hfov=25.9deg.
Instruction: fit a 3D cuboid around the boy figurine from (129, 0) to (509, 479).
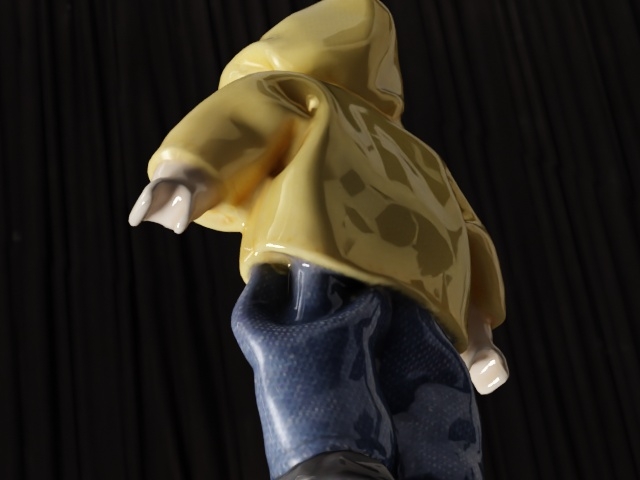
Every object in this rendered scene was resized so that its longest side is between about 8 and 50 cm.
[{"bbox_3d":[0.000,0.000,0.557,0.177,0.285,0.092,23,130,-32],"label":"boy figurine"}]
